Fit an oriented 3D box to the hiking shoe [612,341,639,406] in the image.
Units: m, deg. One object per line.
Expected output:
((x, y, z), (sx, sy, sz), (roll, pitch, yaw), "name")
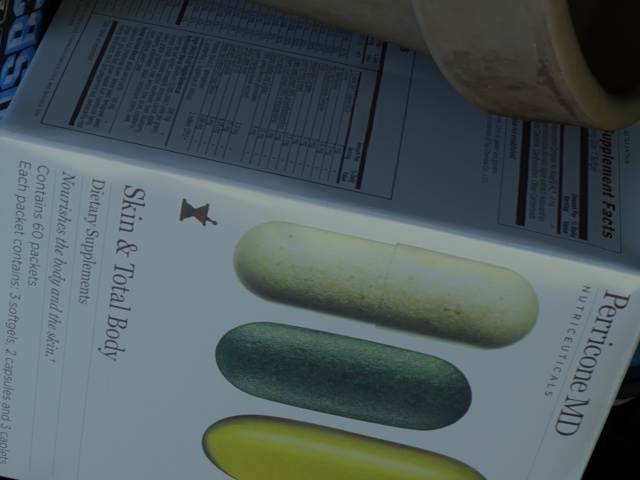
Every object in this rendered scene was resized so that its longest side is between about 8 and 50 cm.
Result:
((0.139, -0.009, 0.901), (0.132, 0.113, 0.304), (-22, 133, 28), "hiking shoe")

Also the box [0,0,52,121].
((-0.251, -0.145, 0.710), (0.293, 0.073, 0.295), (39, 139, 13), "box")

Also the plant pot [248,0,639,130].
((0.024, -0.179, 0.642), (0.229, 0.263, 0.263), (5, 142, 26), "plant pot")

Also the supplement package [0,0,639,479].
((0.000, 0.000, 0.743), (0.263, 0.198, 0.199), (12, 129, -1), "supplement package")
